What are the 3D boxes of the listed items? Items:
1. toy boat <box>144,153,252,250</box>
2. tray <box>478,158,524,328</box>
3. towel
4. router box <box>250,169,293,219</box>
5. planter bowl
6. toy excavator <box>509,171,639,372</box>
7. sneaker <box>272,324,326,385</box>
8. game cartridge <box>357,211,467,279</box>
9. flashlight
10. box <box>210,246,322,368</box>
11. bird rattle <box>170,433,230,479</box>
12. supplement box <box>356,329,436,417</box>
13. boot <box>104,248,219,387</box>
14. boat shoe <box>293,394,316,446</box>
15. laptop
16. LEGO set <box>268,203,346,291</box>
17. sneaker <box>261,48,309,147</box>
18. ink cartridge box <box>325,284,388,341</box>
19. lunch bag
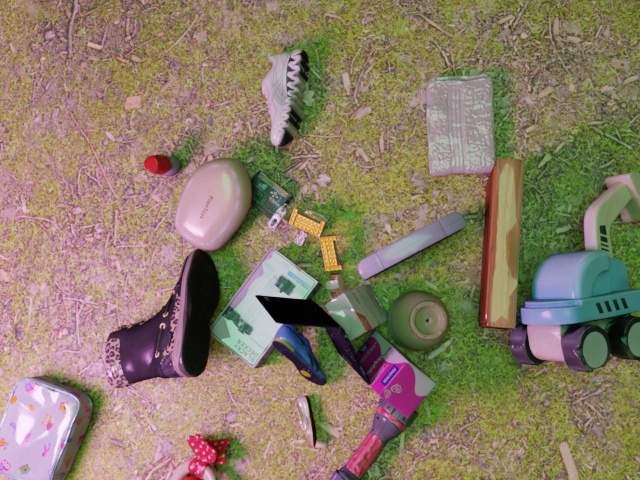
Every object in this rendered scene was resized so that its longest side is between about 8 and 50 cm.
[{"bbox_3d":[-0.337,-0.142,1.907,0.318,0.148,0.268,35,100,8],"label":"toy boat"},{"bbox_3d":[0.457,0.017,1.757,0.076,0.203,0.411,3,83,8],"label":"tray"},{"bbox_3d":[0.385,-0.317,1.889,0.187,0.049,0.283,-3,82,7],"label":"towel"},{"bbox_3d":[-0.151,-0.126,1.933,0.122,0.038,0.092,39,89,10],"label":"router box"},{"bbox_3d":[0.266,0.207,1.783,0.162,0.109,0.162,1,83,-9],"label":"planter bowl"},{"bbox_3d":[0.670,0.065,1.687,0.432,0.222,0.446,-6,90,-27],"label":"toy excavator"},{"bbox_3d":[-0.040,0.299,1.819,0.209,0.069,0.082,51,53,-24],"label":"sneaker"},{"bbox_3d":[0.233,0.015,1.787,0.297,0.198,0.062,-28,80,2],"label":"game cartridge"},{"bbox_3d":[0.126,0.537,1.774,0.103,0.103,0.304,41,83,-25],"label":"flashlight"},{"bbox_3d":[-0.148,0.184,1.867,0.169,0.087,0.290,38,88,10],"label":"box"},{"bbox_3d":[-0.319,0.644,1.812,0.206,0.143,0.254,-31,77,19],"label":"bird rattle"},{"bbox_3d":[0.177,0.330,1.729,0.114,0.220,0.111,41,88,-22],"label":"supplement box"},{"bbox_3d":[-0.424,0.215,1.855,0.284,0.138,0.378,-19,52,25],"label":"boot"},{"bbox_3d":[-0.042,0.484,1.836,0.045,0.050,0.136,-14,71,8],"label":"boat shoe"},{"bbox_3d":[-0.022,0.242,1.712,0.136,0.234,0.264,-30,109,-9],"label":"laptop"},{"bbox_3d":[0.000,0.000,1.884,0.287,0.107,0.132,46,112,3],"label":"LEGO set"},{"bbox_3d":[-0.110,-0.398,1.939,0.118,0.110,0.292,5,75,15],"label":"sneaker"},{"bbox_3d":[0.101,0.186,1.795,0.067,0.198,0.115,-36,79,22],"label":"ink cartridge box"},{"bbox_3d":[-0.766,0.513,1.888,0.223,0.108,0.279,18,84,12],"label":"lunch bag"}]
